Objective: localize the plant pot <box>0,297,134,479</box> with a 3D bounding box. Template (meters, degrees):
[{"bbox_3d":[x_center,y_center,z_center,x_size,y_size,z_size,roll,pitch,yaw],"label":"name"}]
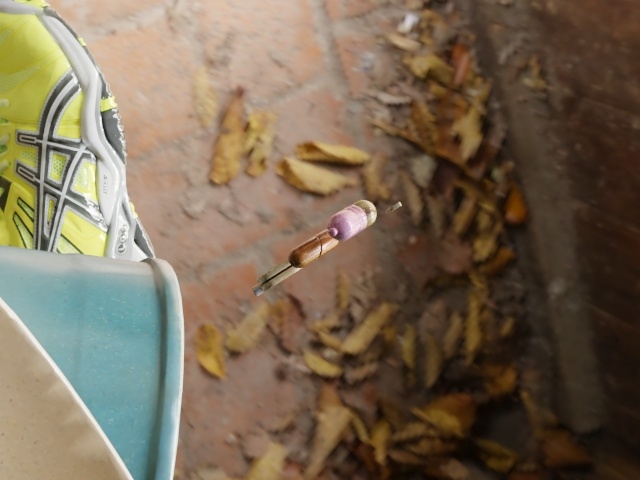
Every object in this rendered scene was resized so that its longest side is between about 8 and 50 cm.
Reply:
[{"bbox_3d":[-0.160,0.154,0.523,0.191,0.284,0.284,-31,118,3],"label":"plant pot"}]

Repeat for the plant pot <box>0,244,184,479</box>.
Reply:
[{"bbox_3d":[-0.227,0.119,0.806,0.255,0.271,0.271,12,100,-16],"label":"plant pot"}]

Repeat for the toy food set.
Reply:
[{"bbox_3d":[0.000,0.000,1.135,0.122,0.078,0.019,-32,89,2],"label":"toy food set"}]

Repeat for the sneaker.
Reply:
[{"bbox_3d":[-0.264,-0.052,1.518,0.147,0.145,0.384,-22,96,-30],"label":"sneaker"}]
